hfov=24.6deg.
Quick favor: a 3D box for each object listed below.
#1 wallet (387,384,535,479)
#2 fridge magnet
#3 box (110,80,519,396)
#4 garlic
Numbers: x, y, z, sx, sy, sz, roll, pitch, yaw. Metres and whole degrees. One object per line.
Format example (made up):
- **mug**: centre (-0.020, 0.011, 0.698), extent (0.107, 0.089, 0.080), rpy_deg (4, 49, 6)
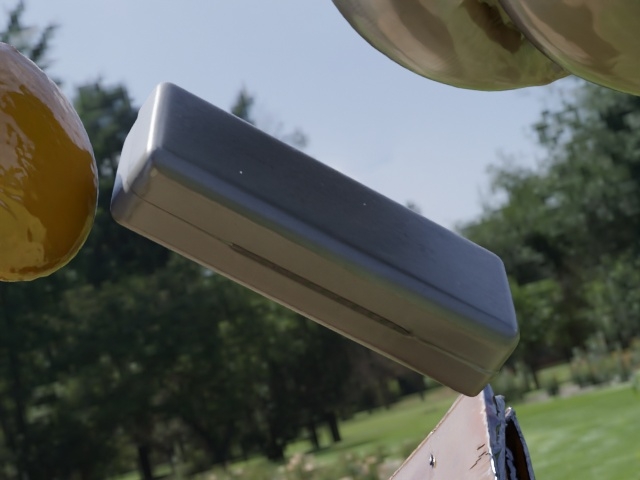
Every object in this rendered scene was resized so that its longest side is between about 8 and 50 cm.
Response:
- **wallet**: centre (0.069, 0.186, 0.866), extent (0.161, 0.042, 0.195), rpy_deg (-52, 14, 19)
- **fridge magnet**: centre (-0.180, -0.044, 0.785), extent (0.063, 0.143, 0.143), rpy_deg (-25, -11, 34)
- **box**: centre (0.000, 0.000, 0.841), extent (0.244, 0.103, 0.055), rpy_deg (27, -62, -17)
- **garlic**: centre (0.142, -0.190, 0.942), extent (0.340, 0.245, 0.231), rpy_deg (35, -46, -31)
